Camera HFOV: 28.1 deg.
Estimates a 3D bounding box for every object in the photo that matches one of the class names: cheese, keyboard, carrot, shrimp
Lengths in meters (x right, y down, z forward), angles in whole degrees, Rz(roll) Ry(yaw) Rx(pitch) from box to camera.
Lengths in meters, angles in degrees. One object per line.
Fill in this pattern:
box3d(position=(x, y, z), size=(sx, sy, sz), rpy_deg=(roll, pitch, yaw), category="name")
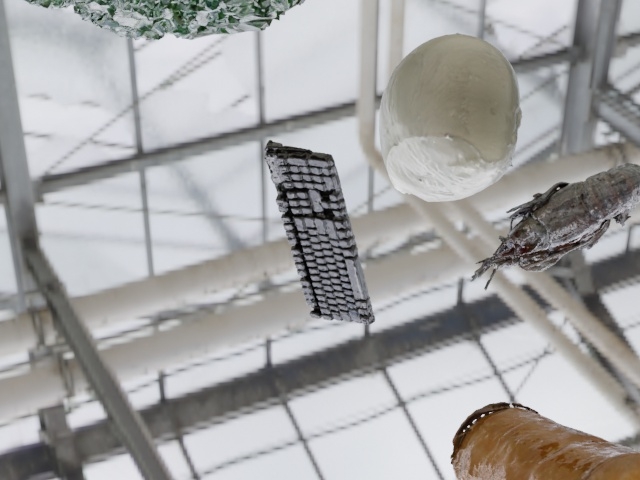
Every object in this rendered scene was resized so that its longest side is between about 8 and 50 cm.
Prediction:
box3d(position=(0.153, -0.151, 1.542), size=(0.154, 0.189, 0.198), rpy_deg=(18, 165, -19), category="cheese")
box3d(position=(0.000, 0.000, 1.015), size=(0.060, 0.195, 0.018), rpy_deg=(10, -129, 24), category="keyboard")
box3d(position=(0.251, 0.283, 1.337), size=(0.196, 0.196, 0.254), rpy_deg=(-17, -168, -23), category="carrot")
box3d(position=(0.184, -0.012, 1.005), size=(0.165, 0.056, 0.065), rpy_deg=(-30, 170, 30), category="shrimp")

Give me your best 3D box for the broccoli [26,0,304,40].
box3d(position=(-0.107, -0.255, 0.758), size=(0.275, 0.308, 0.308), rpy_deg=(-30, -136, -31), category="broccoli")
